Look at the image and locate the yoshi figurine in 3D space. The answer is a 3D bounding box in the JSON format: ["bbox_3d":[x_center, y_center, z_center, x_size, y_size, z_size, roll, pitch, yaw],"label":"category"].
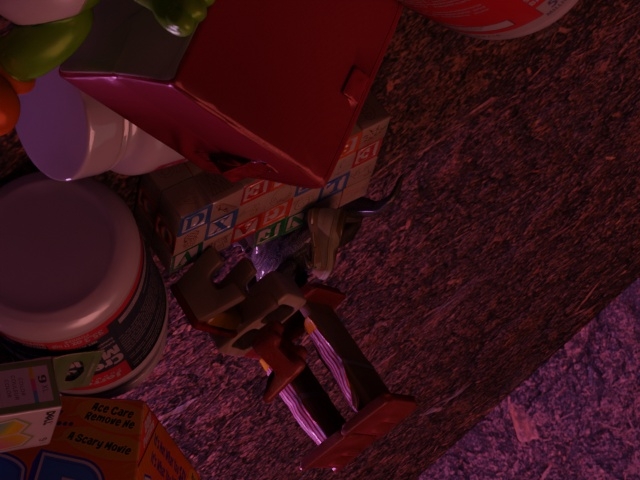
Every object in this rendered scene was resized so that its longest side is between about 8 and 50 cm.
[{"bbox_3d":[-0.181,-0.244,1.454,0.362,0.203,0.203,-37,153,10],"label":"yoshi figurine"}]

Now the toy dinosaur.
[{"bbox_3d":[-0.017,-0.006,2.393,0.313,0.121,0.160,-48,169,14],"label":"toy dinosaur"}]

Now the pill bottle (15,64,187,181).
[{"bbox_3d":[-0.150,-0.154,1.772,0.283,0.160,0.160,-19,152,-38],"label":"pill bottle"}]

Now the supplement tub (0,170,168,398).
[{"bbox_3d":[-0.271,0.057,1.979,0.191,0.191,0.272,-34,158,-8],"label":"supplement tub"}]

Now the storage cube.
[{"bbox_3d":[-0.079,-0.176,1.599,0.193,0.184,0.215,34,75,-38],"label":"storage cube"}]

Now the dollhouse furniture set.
[{"bbox_3d":[-0.052,0.158,2.253,0.152,0.201,0.374,-40,156,15],"label":"dollhouse furniture set"}]

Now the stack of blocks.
[{"bbox_3d":[-0.073,-0.073,2.159,0.297,0.087,0.171,-27,157,-25],"label":"stack of blocks"}]

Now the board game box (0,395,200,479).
[{"bbox_3d":[-0.361,0.396,2.122,0.357,0.356,0.356,2,159,8],"label":"board game box"}]

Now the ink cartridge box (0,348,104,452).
[{"bbox_3d":[-0.328,0.174,1.880,0.209,0.062,0.109,-8,156,-20],"label":"ink cartridge box"}]

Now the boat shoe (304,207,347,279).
[{"bbox_3d":[0.000,0.001,2.250,0.153,0.048,0.056,107,-4,-67],"label":"boat shoe"}]

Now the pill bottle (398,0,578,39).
[{"bbox_3d":[0.106,-0.334,1.700,0.229,0.229,0.408,-43,158,17],"label":"pill bottle"}]
